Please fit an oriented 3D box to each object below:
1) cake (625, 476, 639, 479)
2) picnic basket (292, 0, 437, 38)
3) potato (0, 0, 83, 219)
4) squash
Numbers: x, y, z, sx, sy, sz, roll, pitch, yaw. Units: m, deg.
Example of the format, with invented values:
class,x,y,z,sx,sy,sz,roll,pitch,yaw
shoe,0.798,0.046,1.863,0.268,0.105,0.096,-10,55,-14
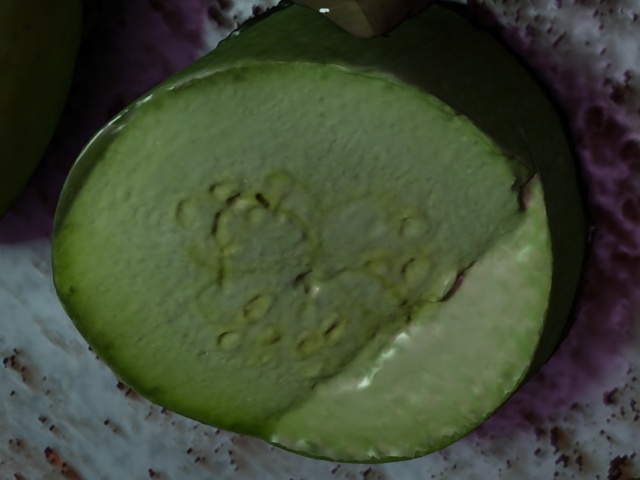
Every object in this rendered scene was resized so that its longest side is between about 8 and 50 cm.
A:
class,x,y,z,sx,sy,sz,roll,pitch,yaw
cake,0.114,0.195,0.763,0.147,0.135,0.134,-25,96,30
picnic basket,0.032,-0.182,0.675,0.128,0.138,0.178,22,118,14
potato,-0.209,-0.085,0.790,0.197,0.148,0.228,18,113,1
squash,0.009,0.005,0.753,0.220,0.133,0.220,5,110,14
